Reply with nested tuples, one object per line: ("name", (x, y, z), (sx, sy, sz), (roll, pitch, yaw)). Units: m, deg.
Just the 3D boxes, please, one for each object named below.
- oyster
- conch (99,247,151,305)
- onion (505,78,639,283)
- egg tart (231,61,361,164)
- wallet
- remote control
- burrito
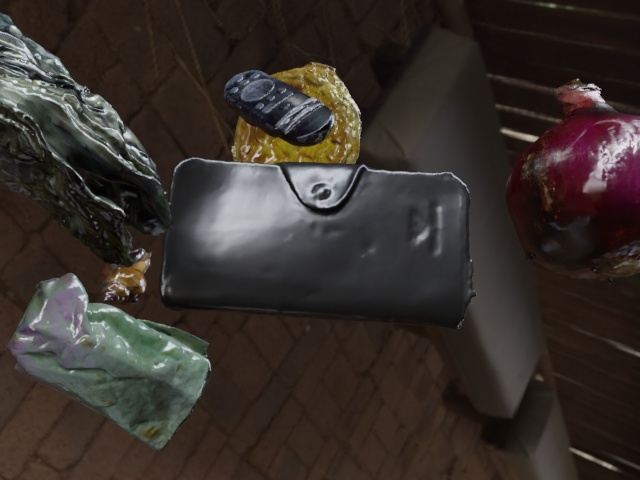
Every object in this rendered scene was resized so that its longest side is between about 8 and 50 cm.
("oyster", (-0.275, -0.123, 0.729), (0.351, 0.162, 0.158), (52, 37, -8))
("conch", (-0.367, 0.071, 1.467), (0.086, 0.233, 0.080), (34, 99, -20))
("onion", (0.484, -0.126, 1.387), (0.347, 0.347, 0.385), (30, 48, -56))
("egg tart", (-0.039, -0.211, 1.716), (0.129, 0.341, 0.341), (13, 96, -55))
("wallet", (0.000, 0.000, 0.957), (0.051, 0.377, 0.197), (98, -4, -79))
("remote control", (-0.061, -0.194, 1.207), (0.090, 0.266, 0.066), (-42, 131, -9))
("burrito", (-0.240, 0.142, 0.898), (0.229, 0.089, 0.144), (33, 92, -29))
